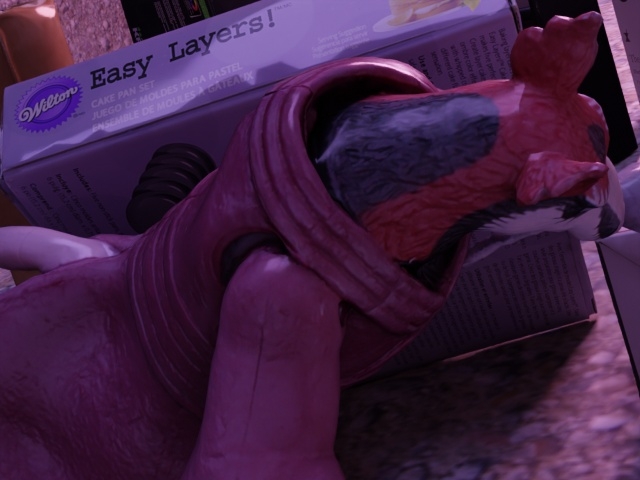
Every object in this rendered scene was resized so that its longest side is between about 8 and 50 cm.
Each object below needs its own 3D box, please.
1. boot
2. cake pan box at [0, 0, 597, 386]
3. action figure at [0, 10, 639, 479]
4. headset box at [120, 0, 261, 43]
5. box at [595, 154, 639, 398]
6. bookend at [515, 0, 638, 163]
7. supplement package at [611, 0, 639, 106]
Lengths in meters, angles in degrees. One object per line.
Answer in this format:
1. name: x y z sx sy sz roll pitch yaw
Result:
1. boot: -0.191 -0.075 1.074 0.236 0.270 0.089 -24 15 -18
2. cake pan box: 0.004 -0.011 0.666 0.245 0.267 0.070 -17 51 11
3. action figure: -0.025 0.011 0.495 0.370 0.275 0.248 -44 10 47
4. headset box: -0.066 -0.159 1.290 0.131 0.246 0.283 -24 16 -21
5. box: 0.260 -0.027 0.673 0.169 0.087 0.290 -13 16 26
6. bookend: 0.161 -0.130 1.055 0.072 0.157 0.156 -29 18 -36
7. supplement package: 0.325 -0.237 1.062 0.133 0.244 0.139 -22 14 -14
